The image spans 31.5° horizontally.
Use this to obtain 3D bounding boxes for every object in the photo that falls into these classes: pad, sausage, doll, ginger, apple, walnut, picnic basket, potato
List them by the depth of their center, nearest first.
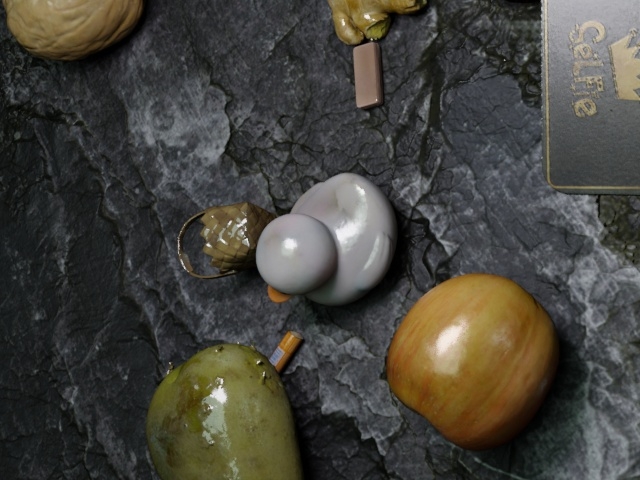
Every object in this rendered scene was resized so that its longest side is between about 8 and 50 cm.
[{"bbox_3d":[0.402,-0.251,1.677,0.315,0.063,0.375,2,98,32],"label":"pad"},{"bbox_3d":[0.226,0.172,1.677,0.242,0.242,0.241,36,86,33],"label":"apple"},{"bbox_3d":[0.000,0.000,1.854,0.221,0.221,0.251,45,103,31],"label":"doll"},{"bbox_3d":[-0.153,0.355,1.864,0.270,0.219,0.359,-28,72,42],"label":"potato"},{"bbox_3d":[0.103,-0.439,1.950,0.216,0.102,0.157,-24,74,25],"label":"ginger"},{"bbox_3d":[-0.071,0.204,1.959,0.031,0.031,0.107,41,102,32],"label":"sausage"},{"bbox_3d":[-0.170,0.002,2.001,0.179,0.138,0.128,-18,71,22],"label":"picnic basket"},{"bbox_3d":[-0.495,-0.495,2.249,0.313,0.252,0.277,-19,82,32],"label":"walnut"}]

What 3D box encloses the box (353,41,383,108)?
[{"bbox_3d":[0.084,-0.286,1.974,0.048,0.025,0.115,-13,73,33],"label":"box"}]

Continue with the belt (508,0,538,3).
[{"bbox_3d":[0.310,-0.531,1.801,0.184,0.164,0.289,-11,79,33],"label":"belt"}]
